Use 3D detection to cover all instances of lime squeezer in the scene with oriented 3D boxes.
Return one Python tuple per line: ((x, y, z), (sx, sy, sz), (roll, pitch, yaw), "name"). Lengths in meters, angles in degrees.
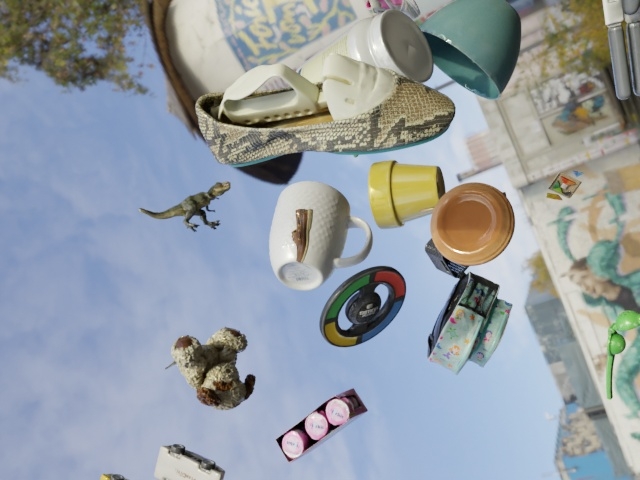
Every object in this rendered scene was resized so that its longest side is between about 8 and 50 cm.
((0.672, 0.217, 1.449), (0.110, 0.310, 0.059), (30, -141, 8), "lime squeezer")

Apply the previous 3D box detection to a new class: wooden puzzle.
((0.703, -0.157, 1.930), (0.014, 0.078, 0.116), (-64, -10, -46), "wooden puzzle")

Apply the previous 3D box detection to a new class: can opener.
((0.665, -0.449, 1.459), (0.093, 0.074, 0.281), (-54, -47, -67), "can opener")

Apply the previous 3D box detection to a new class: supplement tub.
((0.107, -0.428, 1.745), (0.235, 0.324, 0.236), (19, -120, -37), "supplement tub")

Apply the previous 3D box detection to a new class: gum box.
((0.007, 0.399, 1.458), (0.062, 0.188, 0.107), (55, -162, 17), "gum box")

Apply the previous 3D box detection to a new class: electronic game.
((0.098, 0.152, 1.518), (0.229, 0.229, 0.048), (38, -172, -48), "electronic game")

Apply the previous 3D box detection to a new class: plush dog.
((-0.316, 0.406, 1.979), (0.262, 0.211, 0.225), (-4, -137, -48), "plush dog")

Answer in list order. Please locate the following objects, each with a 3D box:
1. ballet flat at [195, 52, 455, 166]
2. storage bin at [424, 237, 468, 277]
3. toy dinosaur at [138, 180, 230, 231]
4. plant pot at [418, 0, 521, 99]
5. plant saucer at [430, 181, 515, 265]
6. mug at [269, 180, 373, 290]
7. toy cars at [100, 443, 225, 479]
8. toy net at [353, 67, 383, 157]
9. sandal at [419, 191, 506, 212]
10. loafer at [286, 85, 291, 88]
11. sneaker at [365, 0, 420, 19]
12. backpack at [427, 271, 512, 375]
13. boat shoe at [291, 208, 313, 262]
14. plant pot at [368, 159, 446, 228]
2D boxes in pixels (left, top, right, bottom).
((-0.019, -0.233, 1.169), (0.182, 0.482, 0.164), (60, -142, -42), "ballet flat")
((0.421, 0.009, 2.046), (0.084, 0.180, 0.122), (30, 162, 53), "storage bin")
((-0.339, -0.077, 1.789), (0.268, 0.064, 0.118), (-24, -115, -36), "toy dinosaur")
((0.425, -0.548, 1.808), (0.290, 0.195, 0.290), (38, -176, -3), "plant pot")
((0.348, -0.041, 1.556), (0.037, 0.199, 0.200), (22, -129, -61), "plant saucer")
((0.000, 0.000, 2.369), (0.276, 0.373, 0.328), (77, -162, -47), "mug")
((-0.384, 0.604, 1.645), (0.087, 0.393, 0.177), (10, -127, -63), "toy cars")
((0.081, -0.279, 1.401), (0.045, 0.122, 0.232), (38, -110, -38), "toy net")
((0.387, -0.068, 1.778), (0.088, 0.240, 0.079), (-178, 76, -81), "sandal")
((-0.057, -0.475, 2.202), (0.319, 0.111, 0.112), (-39, -70, -28), "loafer")
((0.196, -0.742, 2.048), (0.252, 0.111, 0.103), (25, -150, -29), "sneaker")
((0.404, 0.247, 1.859), (0.253, 0.191, 0.225), (-52, -16, -29), "backpack")
((-0.063, -0.017, 2.117), (0.064, 0.060, 0.178), (-94, 12, -73), "boat shoe")
((0.322, -0.177, 2.430), (0.254, 0.238, 0.254), (-7, -90, -68), "plant pot")
